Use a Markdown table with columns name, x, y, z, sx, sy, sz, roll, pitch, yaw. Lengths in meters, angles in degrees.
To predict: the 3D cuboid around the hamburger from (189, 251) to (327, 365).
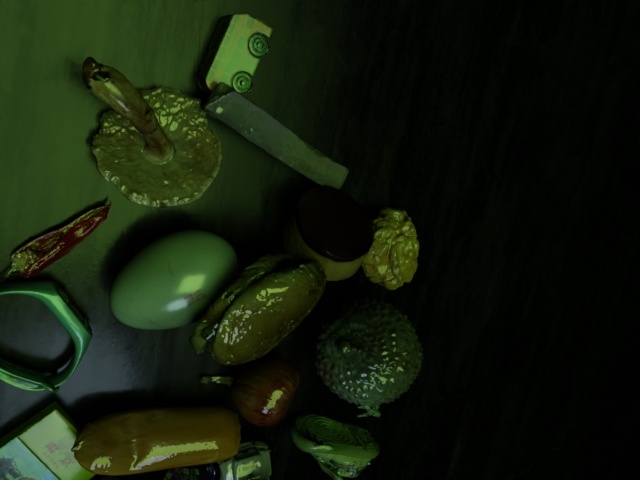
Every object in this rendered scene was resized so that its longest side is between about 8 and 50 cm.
| name | x | y | z | sx | sy | sz | roll | pitch | yaw |
| --- | --- | --- | --- | --- | --- | --- | --- | --- | --- |
| hamburger | -0.112 | 0.140 | 1.179 | 0.134 | 0.265 | 0.285 | 42 | 98 | 8 |

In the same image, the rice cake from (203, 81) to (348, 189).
| name | x | y | z | sx | sy | sz | roll | pitch | yaw |
| --- | --- | --- | --- | --- | --- | --- | --- | --- | --- |
| rice cake | -0.081 | -0.203 | 1.221 | 0.399 | 0.064 | 0.070 | 29 | 96 | -44 |

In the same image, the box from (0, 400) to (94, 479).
| name | x | y | z | sx | sy | sz | roll | pitch | yaw |
| --- | --- | --- | --- | --- | --- | --- | --- | --- | --- |
| box | -0.634 | 0.498 | 1.213 | 0.335 | 0.047 | 0.187 | -35 | 117 | -14 |

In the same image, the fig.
| name | x | y | z | sx | sy | sz | roll | pitch | yaw |
| --- | --- | --- | --- | --- | --- | --- | --- | --- | --- |
| fig | -0.141 | 0.350 | 1.373 | 0.148 | 0.202 | 0.149 | -31 | 110 | -58 |

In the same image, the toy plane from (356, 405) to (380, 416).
| name | x | y | z | sx | sy | sz | roll | pitch | yaw |
| --- | --- | --- | --- | --- | --- | --- | --- | --- | --- |
| toy plane | 0.137 | 0.455 | 1.595 | 0.080 | 0.033 | 0.083 | -45 | 121 | 5 |

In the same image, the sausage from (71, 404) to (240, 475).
| name | x | y | z | sx | sy | sz | roll | pitch | yaw |
| --- | --- | --- | --- | --- | --- | --- | --- | --- | --- |
| sausage | -0.353 | 0.430 | 1.289 | 0.354 | 0.116 | 0.134 | 5 | 73 | -27 |

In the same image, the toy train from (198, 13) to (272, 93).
| name | x | y | z | sx | sy | sz | roll | pitch | yaw |
| --- | --- | --- | --- | --- | --- | --- | --- | --- | --- |
| toy train | -0.169 | -0.355 | 1.166 | 0.099 | 0.072 | 0.188 | 22 | 95 | -32 |

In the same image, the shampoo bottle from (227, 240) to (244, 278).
| name | x | y | z | sx | sy | sz | roll | pitch | yaw |
| --- | --- | --- | --- | --- | --- | --- | --- | --- | --- |
| shampoo bottle | -0.193 | 0.121 | 1.309 | 0.067 | 0.068 | 0.236 | -10 | 112 | -24 |

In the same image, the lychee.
| name | x | y | z | sx | sy | sz | roll | pitch | yaw |
| --- | --- | --- | --- | --- | --- | --- | --- | --- | --- |
| lychee | 0.115 | 0.264 | 1.412 | 0.255 | 0.255 | 0.274 | -62 | 154 | 2 |

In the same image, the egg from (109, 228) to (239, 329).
| name | x | y | z | sx | sy | sz | roll | pitch | yaw |
| --- | --- | --- | --- | --- | --- | --- | --- | --- | --- |
| egg | -0.289 | 0.081 | 1.178 | 0.264 | 0.183 | 0.183 | -25 | 116 | -7 |

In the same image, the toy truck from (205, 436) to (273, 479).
| name | x | y | z | sx | sy | sz | roll | pitch | yaw |
| --- | --- | --- | --- | --- | --- | --- | --- | --- | --- |
| toy truck | -0.171 | 0.588 | 1.399 | 0.161 | 0.177 | 0.213 | -9 | 110 | -23 |

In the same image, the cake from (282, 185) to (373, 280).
| name | x | y | z | sx | sy | sz | roll | pitch | yaw |
| --- | --- | --- | --- | --- | --- | --- | --- | --- | --- |
| cake | 0.000 | 0.000 | 1.322 | 0.208 | 0.178 | 0.185 | 30 | 50 | -15 |

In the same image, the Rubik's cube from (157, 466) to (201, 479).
| name | x | y | z | sx | sy | sz | roll | pitch | yaw |
| --- | --- | --- | --- | --- | --- | --- | --- | --- | --- |
| Rubik's cube | -0.326 | 0.565 | 1.361 | 0.093 | 0.111 | 0.111 | 42 | 84 | -3 |

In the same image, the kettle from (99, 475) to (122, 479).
| name | x | y | z | sx | sy | sz | roll | pitch | yaw |
| --- | --- | --- | --- | --- | --- | --- | --- | --- | --- |
| kettle | -0.486 | 0.701 | 1.263 | 0.318 | 0.205 | 0.265 | -48 | 117 | -9 |

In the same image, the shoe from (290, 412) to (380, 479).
| name | x | y | z | sx | sy | sz | roll | pitch | yaw |
| --- | --- | --- | --- | --- | --- | --- | --- | --- | --- |
| shoe | 0.039 | 0.531 | 1.506 | 0.262 | 0.140 | 0.128 | 18 | 91 | -34 |

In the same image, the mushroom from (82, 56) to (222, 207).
| name | x | y | z | sx | sy | sz | roll | pitch | yaw |
| --- | --- | --- | --- | --- | --- | --- | --- | --- | --- |
| mushroom | -0.308 | -0.164 | 1.040 | 0.233 | 0.302 | 0.208 | 40 | 104 | 0 |

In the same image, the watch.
| name | x | y | z | sx | sy | sz | roll | pitch | yaw |
| --- | --- | --- | --- | --- | --- | --- | --- | --- | --- |
| watch | -0.555 | 0.186 | 1.144 | 0.195 | 0.068 | 0.237 | -35 | 117 | -12 |

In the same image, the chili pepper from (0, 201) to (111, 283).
| name | x | y | z | sx | sy | sz | roll | pitch | yaw |
| --- | --- | --- | --- | --- | --- | --- | --- | --- | --- |
| chili pepper | -0.507 | 0.010 | 1.128 | 0.268 | 0.059 | 0.050 | -37 | 157 | -15 |

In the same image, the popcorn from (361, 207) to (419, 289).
| name | x | y | z | sx | sy | sz | roll | pitch | yaw |
| --- | --- | --- | --- | --- | --- | --- | --- | --- | --- |
| popcorn | 0.160 | 0.019 | 1.413 | 0.163 | 0.140 | 0.194 | 0 | 104 | -32 |
